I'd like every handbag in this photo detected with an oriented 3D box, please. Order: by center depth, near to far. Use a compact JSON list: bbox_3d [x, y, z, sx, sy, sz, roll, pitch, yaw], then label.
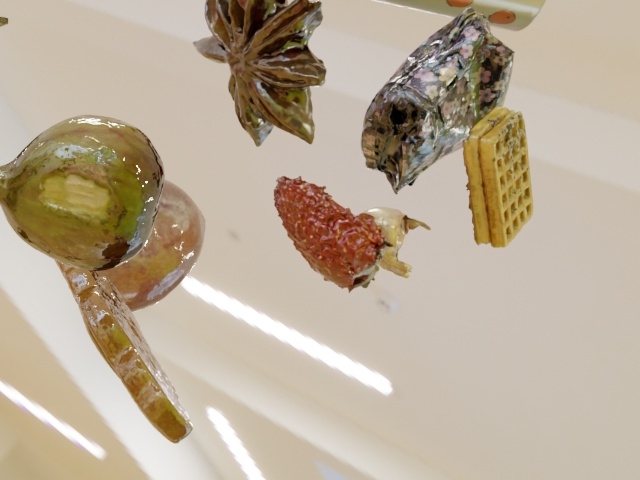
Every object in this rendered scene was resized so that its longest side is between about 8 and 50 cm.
[{"bbox_3d":[0.144,-0.168,1.506,0.127,0.208,0.228,48,-15,18],"label":"handbag"}]

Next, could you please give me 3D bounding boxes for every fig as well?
[{"bbox_3d":[-0.262,-0.059,1.049,0.245,0.149,0.149,14,-12,-25],"label":"fig"}]

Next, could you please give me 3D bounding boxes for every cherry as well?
[{"bbox_3d":[-0.345,-0.001,2.103,0.221,0.308,0.261,-175,-107,-67],"label":"cherry"}]

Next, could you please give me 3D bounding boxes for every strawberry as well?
[{"bbox_3d":[-0.001,0.004,1.783,0.208,0.087,0.167,28,-38,7],"label":"strawberry"}]

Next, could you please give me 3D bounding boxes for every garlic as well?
[{"bbox_3d":[0.108,-0.010,1.907,0.124,0.099,0.174,24,-12,7],"label":"garlic"}]

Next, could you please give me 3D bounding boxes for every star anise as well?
[{"bbox_3d":[-0.094,-0.286,1.836,0.315,0.108,0.315,30,-47,38],"label":"star anise"}]

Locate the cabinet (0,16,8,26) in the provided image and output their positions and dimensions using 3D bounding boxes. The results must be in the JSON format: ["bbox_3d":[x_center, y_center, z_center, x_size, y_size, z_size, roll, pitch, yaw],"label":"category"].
[{"bbox_3d":[-0.546,-0.219,1.533,0.215,0.174,0.148,7,-7,-39],"label":"cabinet"}]

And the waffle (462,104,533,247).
[{"bbox_3d":[0.213,-0.075,1.393,0.042,0.102,0.148,8,-59,33],"label":"waffle"}]

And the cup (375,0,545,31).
[{"bbox_3d":[0.190,-0.464,1.863,0.317,0.212,0.212,7,-16,-17],"label":"cup"}]

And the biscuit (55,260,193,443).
[{"bbox_3d":[-0.227,0.113,1.319,0.295,0.044,0.186,51,-4,47],"label":"biscuit"}]
